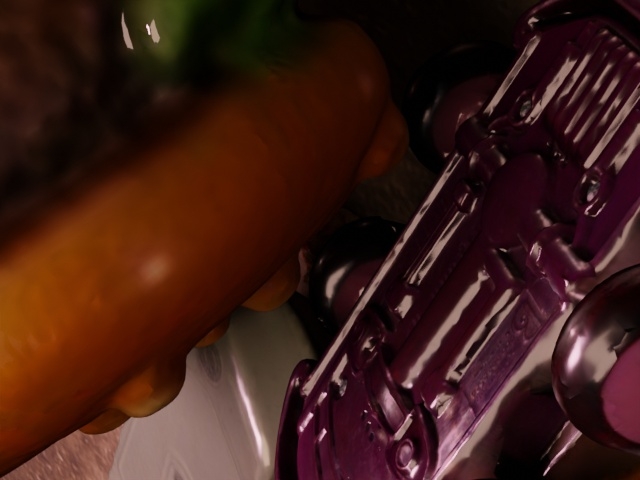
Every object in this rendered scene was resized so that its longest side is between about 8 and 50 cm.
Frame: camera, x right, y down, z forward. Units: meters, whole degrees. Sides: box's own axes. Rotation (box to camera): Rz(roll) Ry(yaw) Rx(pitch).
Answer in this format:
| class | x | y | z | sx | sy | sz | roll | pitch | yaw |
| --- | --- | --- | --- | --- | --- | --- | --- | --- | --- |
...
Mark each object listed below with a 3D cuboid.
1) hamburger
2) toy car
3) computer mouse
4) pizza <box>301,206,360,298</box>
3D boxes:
| class | x | y | z | sx | sy | sz | roll | pitch | yaw |
| --- | --- | --- | --- | --- | --- | --- | --- | --- | --- |
| hamburger | -0.163 | -0.036 | 0.603 | 0.395 | 0.396 | 0.277 | -29 | 100 | 45 |
| toy car | 0.139 | 0.065 | 0.581 | 0.341 | 0.240 | 0.271 | -58 | 24 | 22 |
| computer mouse | -0.044 | 0.178 | 0.852 | 0.228 | 0.145 | 0.429 | 54 | 143 | 31 |
| pizza | 0.000 | 0.001 | 0.812 | 0.078 | 0.025 | 0.083 | 52 | 135 | 6 |
